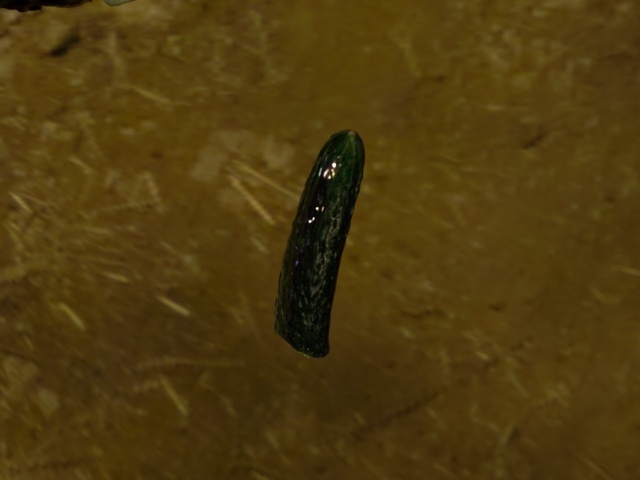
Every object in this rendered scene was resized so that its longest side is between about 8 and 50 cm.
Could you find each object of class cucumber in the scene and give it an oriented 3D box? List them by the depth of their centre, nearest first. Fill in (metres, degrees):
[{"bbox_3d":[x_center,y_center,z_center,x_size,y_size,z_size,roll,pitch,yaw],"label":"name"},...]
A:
[{"bbox_3d":[0.000,0.000,1.626,0.058,0.052,0.214,13,116,0],"label":"cucumber"}]

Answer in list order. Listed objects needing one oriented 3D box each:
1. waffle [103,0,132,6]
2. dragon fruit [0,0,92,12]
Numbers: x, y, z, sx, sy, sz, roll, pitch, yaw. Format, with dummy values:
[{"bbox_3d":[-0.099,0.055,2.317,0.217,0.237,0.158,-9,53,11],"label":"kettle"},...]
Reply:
[{"bbox_3d":[-0.196,-0.385,1.742,0.056,0.291,0.309,-5,138,-11],"label":"waffle"},{"bbox_3d":[-0.209,-0.277,1.241,0.244,0.244,0.299,-28,144,-13],"label":"dragon fruit"}]
